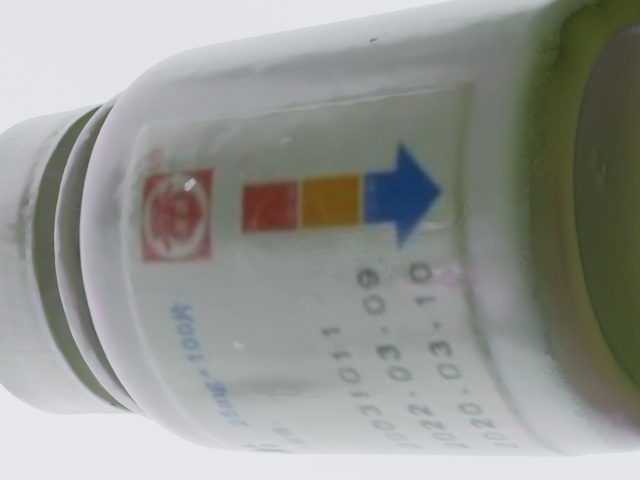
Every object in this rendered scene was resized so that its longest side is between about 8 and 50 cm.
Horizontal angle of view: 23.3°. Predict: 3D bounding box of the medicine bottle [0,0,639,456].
[{"bbox_3d":[0.000,0.000,0.614,0.170,0.292,0.170,9,-101,-55],"label":"medicine bottle"}]
